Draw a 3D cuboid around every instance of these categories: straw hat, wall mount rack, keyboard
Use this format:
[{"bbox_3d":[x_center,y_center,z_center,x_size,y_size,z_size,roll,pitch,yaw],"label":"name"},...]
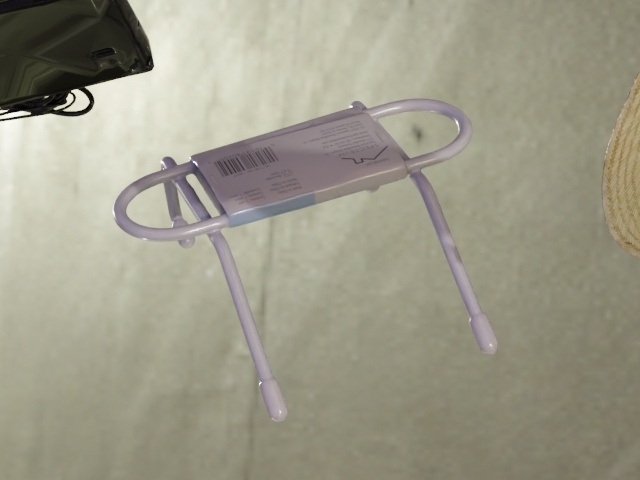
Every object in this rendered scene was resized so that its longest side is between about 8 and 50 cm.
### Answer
[{"bbox_3d":[0.213,-0.046,0.911,0.061,0.144,0.145,29,114,41],"label":"straw hat"},{"bbox_3d":[0.000,0.000,1.627,0.304,0.350,0.130,-124,22,-50],"label":"wall mount rack"},{"bbox_3d":[-0.170,-0.077,0.755,0.100,0.192,0.038,70,-170,-64],"label":"keyboard"}]
